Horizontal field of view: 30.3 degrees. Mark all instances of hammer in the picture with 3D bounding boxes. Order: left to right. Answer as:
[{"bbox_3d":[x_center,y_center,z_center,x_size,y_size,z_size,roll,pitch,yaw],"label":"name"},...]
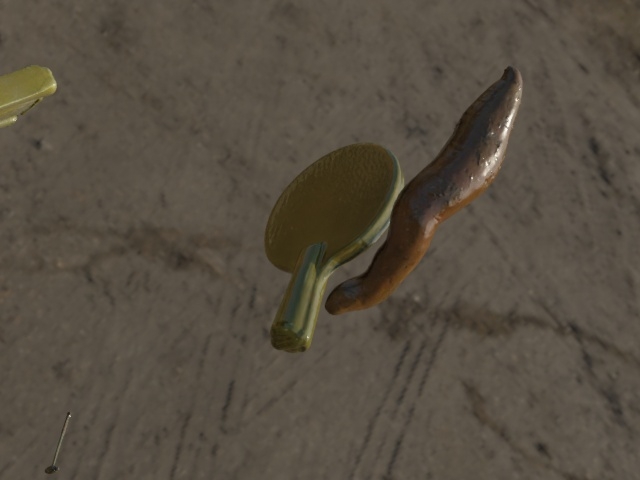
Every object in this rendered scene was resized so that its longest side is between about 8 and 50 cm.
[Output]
[{"bbox_3d":[-0.455,0.352,2.065,0.014,0.029,0.123,58,30,-42],"label":"hammer"}]

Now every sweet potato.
[{"bbox_3d":[0.065,-0.025,0.682,0.044,0.179,0.044,36,-1,1],"label":"sweet potato"}]

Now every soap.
[{"bbox_3d":[-0.363,-0.113,1.129,0.252,0.092,0.037,-32,95,-54],"label":"soap"}]

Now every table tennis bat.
[{"bbox_3d":[0.000,0.000,1.447,0.050,0.198,0.321,50,42,-36],"label":"table tennis bat"}]
